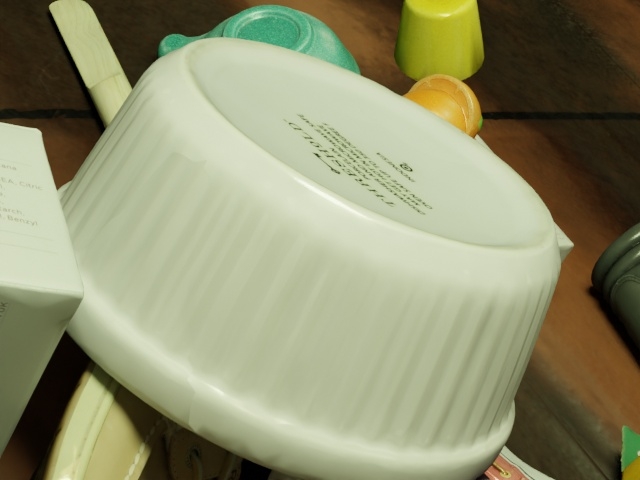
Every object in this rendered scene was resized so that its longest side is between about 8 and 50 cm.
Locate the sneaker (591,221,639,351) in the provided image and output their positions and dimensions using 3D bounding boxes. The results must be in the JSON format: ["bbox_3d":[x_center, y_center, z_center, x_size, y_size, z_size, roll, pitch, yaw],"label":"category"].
[{"bbox_3d":[0.339,0.029,1.231,0.296,0.104,0.147,-9,54,-40],"label":"sneaker"}]

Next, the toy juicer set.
[{"bbox_3d":[-0.037,-0.094,1.107,0.329,0.089,0.209,-3,48,0],"label":"toy juicer set"}]

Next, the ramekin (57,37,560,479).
[{"bbox_3d":[0.000,0.000,0.790,0.273,0.127,0.273,24,21,-10],"label":"ramekin"}]

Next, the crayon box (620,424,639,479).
[{"bbox_3d":[0.276,0.234,0.897,0.203,0.083,0.323,34,31,-8],"label":"crayon box"}]

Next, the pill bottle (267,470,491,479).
[{"bbox_3d":[0.063,0.174,0.798,0.193,0.108,0.108,45,34,21],"label":"pill bottle"}]

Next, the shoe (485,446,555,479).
[{"bbox_3d":[0.091,0.159,0.894,0.178,0.063,0.081,44,38,24],"label":"shoe"}]

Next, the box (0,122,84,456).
[{"bbox_3d":[-0.227,0.036,0.679,0.182,0.181,0.119,9,38,-31],"label":"box"}]

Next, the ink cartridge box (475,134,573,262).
[{"bbox_3d":[0.094,-0.034,1.158,0.104,0.060,0.180,-4,45,-42],"label":"ink cartridge box"}]

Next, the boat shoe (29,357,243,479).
[{"bbox_3d":[-0.083,0.101,0.785,0.098,0.109,0.302,27,26,-4],"label":"boat shoe"}]
